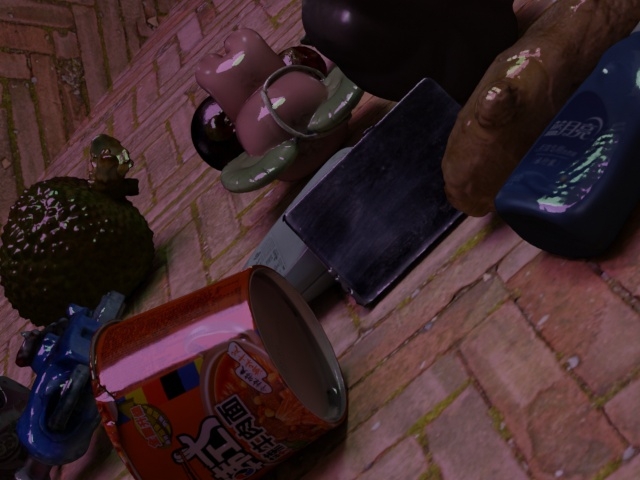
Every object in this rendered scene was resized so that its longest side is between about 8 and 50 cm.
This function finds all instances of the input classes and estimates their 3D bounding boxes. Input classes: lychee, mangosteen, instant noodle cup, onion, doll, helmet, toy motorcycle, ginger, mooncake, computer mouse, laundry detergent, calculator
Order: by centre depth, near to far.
[{"bbox_3d":[0.299,-0.122,1.339,0.289,0.094,0.143,-57,24,-13],"label":"laundry detergent"},{"bbox_3d":[-0.103,0.154,1.439,0.192,0.250,0.250,-30,24,17],"label":"instant noodle cup"},{"bbox_3d":[0.258,-0.179,1.470,0.126,0.190,0.354,39,89,30],"label":"ginger"},{"bbox_3d":[0.094,-0.061,1.592,0.262,0.161,0.021,-43,-14,3],"label":"calculator"},{"bbox_3d":[0.005,0.003,1.705,0.288,0.097,0.159,-52,25,11],"label":"computer mouse"},{"bbox_3d":[0.130,-0.325,1.808,0.306,0.306,0.154,-47,28,-5],"label":"mooncake"},{"bbox_3d":[-0.343,0.226,1.905,0.182,0.241,0.319,2,26,6],"label":"toy motorcycle"},{"bbox_3d":[-0.471,0.305,2.024,0.153,0.107,0.176,125,157,-50],"label":"helmet"},{"bbox_3d":[-0.066,-0.200,2.058,0.284,0.216,0.268,-44,27,-2],"label":"doll"},{"bbox_3d":[-0.417,0.003,2.279,0.320,0.270,0.270,-35,22,5],"label":"lychee"},{"bbox_3d":[-0.151,-0.195,2.294,0.152,0.152,0.152,-38,22,18],"label":"mangosteen"},{"bbox_3d":[-0.042,-0.300,2.377,0.107,0.097,0.107,-3,56,5],"label":"onion"}]

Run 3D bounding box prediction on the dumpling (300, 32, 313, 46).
[{"bbox_3d":[0.045,-0.419,2.391,0.217,0.104,0.149,-33,14,-18],"label":"dumpling"}]
